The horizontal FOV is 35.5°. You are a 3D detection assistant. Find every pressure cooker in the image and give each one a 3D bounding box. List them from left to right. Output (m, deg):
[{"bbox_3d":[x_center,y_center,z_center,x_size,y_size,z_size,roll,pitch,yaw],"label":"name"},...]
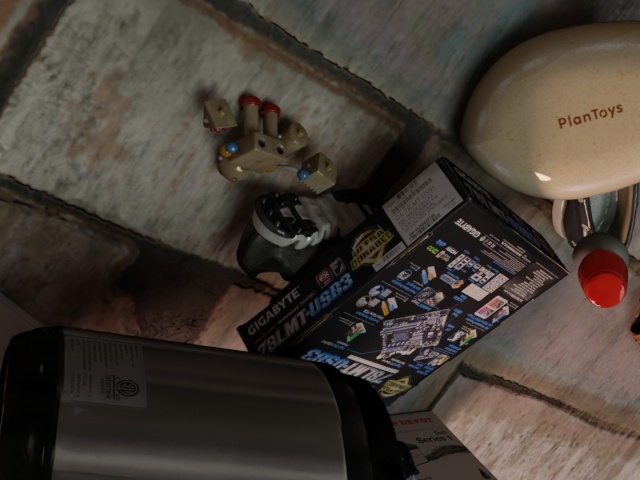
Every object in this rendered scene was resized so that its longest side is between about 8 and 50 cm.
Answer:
[{"bbox_3d":[-0.102,0.278,0.905,0.420,0.370,0.375,9,154,-19],"label":"pressure cooker"}]

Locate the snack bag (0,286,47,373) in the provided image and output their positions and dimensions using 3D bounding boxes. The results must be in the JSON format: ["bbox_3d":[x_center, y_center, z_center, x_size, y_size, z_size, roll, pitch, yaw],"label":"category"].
[{"bbox_3d":[-0.381,0.212,1.019,0.342,0.037,0.323,-42,134,-4],"label":"snack bag"}]

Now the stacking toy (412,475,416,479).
[{"bbox_3d":[-0.038,0.338,1.267,0.165,0.175,0.302,-19,155,-46],"label":"stacking toy"}]

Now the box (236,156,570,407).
[{"bbox_3d":[0.103,0.066,1.135,0.293,0.073,0.295,-39,147,18],"label":"box"}]

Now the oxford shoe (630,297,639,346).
[{"bbox_3d":[0.523,0.148,1.562,0.076,0.076,0.212,-8,134,9],"label":"oxford shoe"}]

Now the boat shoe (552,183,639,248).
[{"bbox_3d":[0.354,-0.104,1.238,0.114,0.091,0.302,-26,131,-13],"label":"boat shoe"}]

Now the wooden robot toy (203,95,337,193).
[{"bbox_3d":[-0.069,-0.091,1.009,0.173,0.076,0.079,19,145,-40],"label":"wooden robot toy"}]

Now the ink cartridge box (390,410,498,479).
[{"bbox_3d":[0.135,0.328,1.322,0.160,0.219,0.093,0,118,-35],"label":"ink cartridge box"}]

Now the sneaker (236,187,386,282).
[{"bbox_3d":[0.000,0.000,1.099,0.234,0.078,0.106,-1,140,-44],"label":"sneaker"}]

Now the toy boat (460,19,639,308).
[{"bbox_3d":[0.302,-0.084,1.136,0.267,0.148,0.318,-7,105,16],"label":"toy boat"}]
